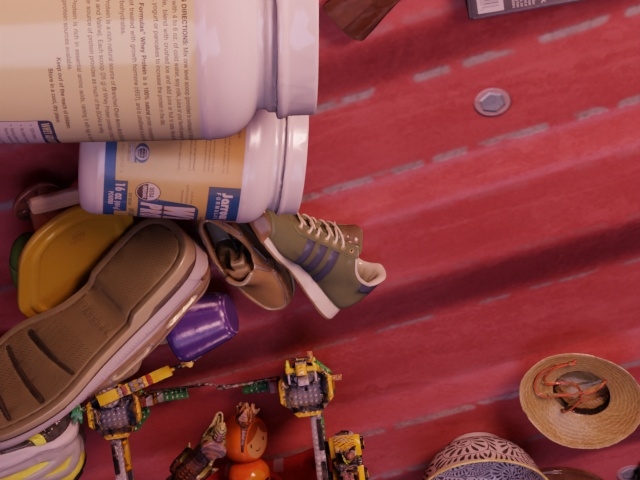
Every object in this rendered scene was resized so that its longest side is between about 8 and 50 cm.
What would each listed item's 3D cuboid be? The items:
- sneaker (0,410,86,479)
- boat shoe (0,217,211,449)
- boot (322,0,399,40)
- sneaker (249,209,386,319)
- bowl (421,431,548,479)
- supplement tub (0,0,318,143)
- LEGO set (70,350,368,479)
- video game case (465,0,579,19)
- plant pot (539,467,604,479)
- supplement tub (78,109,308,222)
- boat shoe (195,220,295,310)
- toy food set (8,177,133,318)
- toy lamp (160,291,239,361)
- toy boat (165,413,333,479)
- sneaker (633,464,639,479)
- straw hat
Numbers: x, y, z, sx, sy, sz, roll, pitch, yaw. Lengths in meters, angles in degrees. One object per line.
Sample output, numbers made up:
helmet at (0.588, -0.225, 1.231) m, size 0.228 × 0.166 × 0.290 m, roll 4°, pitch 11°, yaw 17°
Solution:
sneaker at (-0.454, 0.270, 1.686) m, size 0.384 × 0.145 × 0.147 m, roll -10°, pitch 136°, yaw 9°
boat shoe at (-0.231, 0.109, 1.489) m, size 0.302 × 0.113 × 0.103 m, roll -40°, pitch 150°, yaw 2°
boot at (0.034, -0.231, 1.285) m, size 0.106 × 0.037 × 0.114 m, roll 34°, pitch 129°, yaw -29°
sneaker at (0.000, 0.000, 1.502) m, size 0.086 × 0.064 × 0.192 m, roll -27°, pitch 132°, yaw 12°
bowl at (0.193, 0.287, 1.788) m, size 0.170 × 0.080 × 0.170 m, roll -2°, pitch 135°, yaw -2°
supplement tub at (-0.167, -0.195, 1.164) m, size 0.324 × 0.235 × 0.235 m, roll -1°, pitch 136°, yaw -3°
LEGO set at (-0.114, 0.247, 1.584) m, size 0.331 × 0.255 × 0.192 m, roll 1°, pitch 178°, yaw 3°
video game case at (0.251, -0.292, 1.242) m, size 0.274 × 0.026 × 0.196 m, roll -10°, pitch 135°, yaw 5°
plant pot at (0.302, 0.402, 1.852) m, size 0.167 × 0.165 × 0.167 m, roll -2°, pitch 135°, yaw -2°
supplement tub at (-0.117, -0.090, 1.337) m, size 0.199 × 0.144 × 0.144 m, roll 4°, pitch 135°, yaw -7°
boat shoe at (-0.082, 0.022, 1.505) m, size 0.068 × 0.072 × 0.190 m, roll -22°, pitch 133°, yaw 17°
toy food set at (-0.258, -0.011, 1.470) m, size 0.128 × 0.071 × 0.218 m, roll -22°, pitch 150°, yaw -29°
toy lamp at (-0.222, 0.113, 1.588) m, size 0.274 × 0.080 × 0.080 m, roll -16°, pitch 134°, yaw 15°
toy boat at (-0.082, 0.276, 1.740) m, size 0.231 × 0.151 × 0.151 m, roll -6°, pitch 107°, yaw 2°
sneaker at (0.455, 0.345, 1.866) m, size 0.108 × 0.100 × 0.271 m, roll -8°, pitch 141°, yaw -16°
straw hat at (0.301, 0.166, 1.686) m, size 0.144 × 0.061 × 0.144 m, roll 5°, pitch 123°, yaw 8°
